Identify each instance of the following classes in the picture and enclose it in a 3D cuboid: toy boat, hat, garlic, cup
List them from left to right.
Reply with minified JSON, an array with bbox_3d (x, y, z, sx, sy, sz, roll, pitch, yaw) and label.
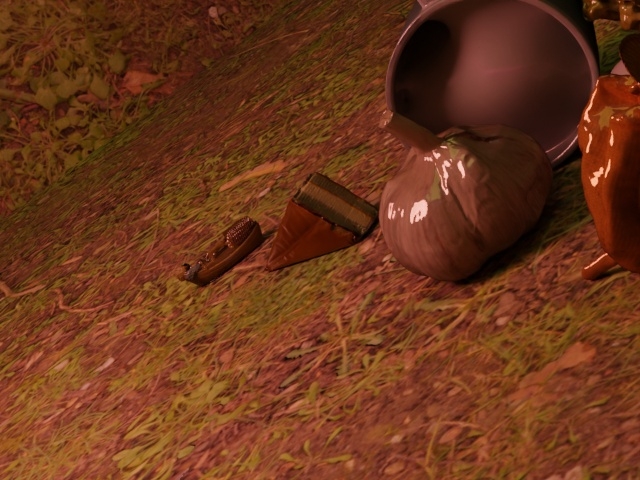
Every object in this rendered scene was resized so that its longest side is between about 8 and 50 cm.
[{"bbox_3d":[-0.153,0.019,2.188,0.149,0.049,0.047,-37,19,-8],"label":"toy boat"},{"bbox_3d":[0.145,-0.079,1.663,0.218,0.212,0.218,-31,25,16],"label":"garlic"},{"bbox_3d":[0.197,-0.276,1.838,0.259,0.356,0.274,-31,16,22],"label":"cup"},{"bbox_3d":[0.331,-0.048,1.419,0.233,0.233,0.244,-55,-6,30],"label":"hat"}]

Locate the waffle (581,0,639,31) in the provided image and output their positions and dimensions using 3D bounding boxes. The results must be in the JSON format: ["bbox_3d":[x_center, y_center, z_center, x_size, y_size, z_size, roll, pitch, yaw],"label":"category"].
[{"bbox_3d":[0.435,-0.298,1.767,0.291,0.051,0.291,7,24,-3],"label":"waffle"}]

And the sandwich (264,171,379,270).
[{"bbox_3d":[0.000,0.000,2.024,0.079,0.113,0.163,-54,-9,-43],"label":"sandwich"}]

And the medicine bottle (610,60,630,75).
[{"bbox_3d":[0.469,-0.214,1.569,0.341,0.130,0.130,-33,18,6],"label":"medicine bottle"}]
